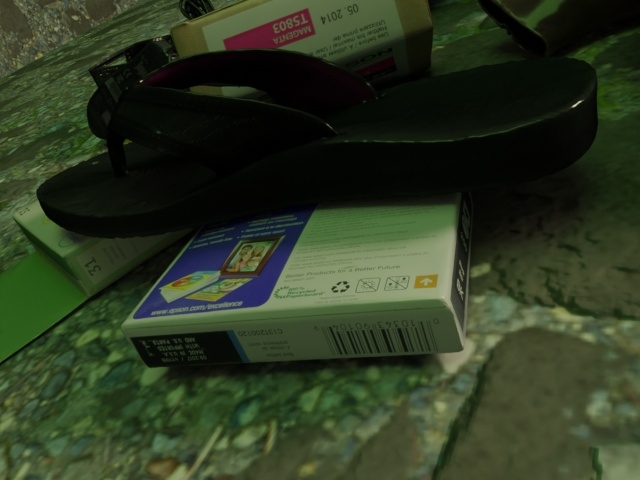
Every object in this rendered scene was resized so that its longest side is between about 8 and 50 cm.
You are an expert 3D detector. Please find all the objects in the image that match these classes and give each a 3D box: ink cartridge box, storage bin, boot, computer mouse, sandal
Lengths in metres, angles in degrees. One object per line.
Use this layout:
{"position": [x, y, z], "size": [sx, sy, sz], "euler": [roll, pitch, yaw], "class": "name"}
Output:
{"position": [-0.005, -0.199, 0.623], "size": [0.235, 0.088, 0.193], "euler": [-16, 4, 12], "class": "ink cartridge box"}
{"position": [0.000, 0.000, 0.421], "size": [0.206, 0.045, 0.208], "euler": [-8, 32, 22], "class": "ink cartridge box"}
{"position": [-0.254, 0.013, 0.561], "size": [0.235, 0.056, 0.171], "euler": [-37, 34, -26], "class": "ink cartridge box"}
{"position": [-0.288, -0.285, 1.016], "size": [0.180, 0.084, 0.122], "euler": [4, 40, 39], "class": "storage bin"}
{"position": [0.258, -0.320, 0.642], "size": [0.207, 0.090, 0.248], "euler": [-27, 60, -1], "class": "boot"}
{"position": [-0.214, -0.218, 0.873], "size": [0.262, 0.060, 0.184], "euler": [-44, 66, 7], "class": "computer mouse"}
{"position": [-0.037, -0.096, 0.453], "size": [0.446, 0.107, 0.167], "euler": [-6, 31, 23], "class": "sandal"}

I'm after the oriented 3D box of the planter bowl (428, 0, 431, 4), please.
{"position": [0.111, -0.402, 0.914], "size": [0.162, 0.109, 0.162], "euler": [-17, 31, 11], "class": "planter bowl"}
